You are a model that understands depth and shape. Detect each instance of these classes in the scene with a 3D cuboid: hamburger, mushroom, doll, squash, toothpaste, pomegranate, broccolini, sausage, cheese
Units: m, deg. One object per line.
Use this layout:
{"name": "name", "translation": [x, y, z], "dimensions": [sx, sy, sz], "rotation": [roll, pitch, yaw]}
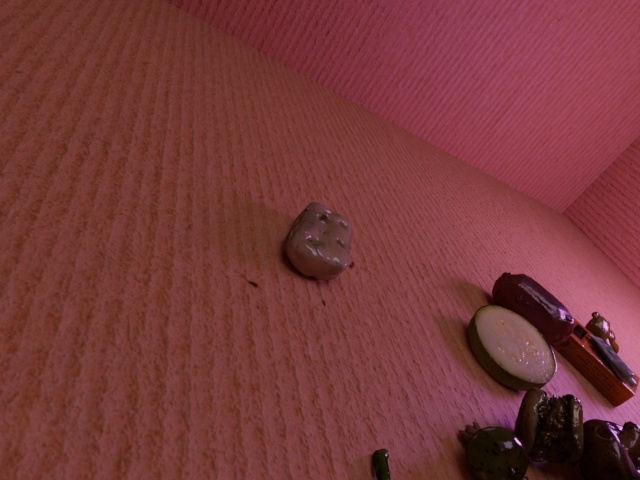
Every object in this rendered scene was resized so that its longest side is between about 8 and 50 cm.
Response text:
{"name": "hamburger", "translation": [0.496, 0.408, 1.065], "dimensions": [0.131, 0.184, 0.159], "rotation": [3, 53, 19]}
{"name": "mushroom", "translation": [0.642, 0.498, 1.076], "dimensions": [0.231, 0.138, 0.194], "rotation": [31, 60, -39]}
{"name": "doll", "translation": [1.070, 0.365, 1.847], "dimensions": [0.209, 0.097, 0.137], "rotation": [38, 55, -30]}
{"name": "squash", "translation": [0.520, 0.287, 1.315], "dimensions": [0.252, 0.048, 0.252], "rotation": [16, 39, -13]}
{"name": "toothpaste", "translation": [0.934, 0.380, 1.542], "dimensions": [0.064, 0.041, 0.218], "rotation": [20, 27, -15]}
{"name": "pomegranate", "translation": [0.326, 0.404, 0.928], "dimensions": [0.115, 0.114, 0.142], "rotation": [24, 4, -21]}
{"name": "broccolini", "translation": [0.108, 0.402, 0.726], "dimensions": [0.067, 0.058, 0.216], "rotation": [26, 28, -11]}
{"name": "sausage", "translation": [0.678, 0.216, 1.555], "dimensions": [0.279, 0.152, 0.152], "rotation": [47, 29, 24]}
{"name": "cheese", "translation": [0.001, -0.001, 1.204], "dimensions": [0.159, 0.093, 0.263], "rotation": [30, 28, -7]}

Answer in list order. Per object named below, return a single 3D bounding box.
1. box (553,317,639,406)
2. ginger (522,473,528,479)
{"name": "box", "translation": [0.907, 0.396, 1.605], "dimensions": [0.174, 0.076, 0.274], "rotation": [-5, 47, -53]}
{"name": "ginger", "translation": [0.375, 0.485, 0.910], "dimensions": [0.058, 0.044, 0.137], "rotation": [27, 21, 25]}
